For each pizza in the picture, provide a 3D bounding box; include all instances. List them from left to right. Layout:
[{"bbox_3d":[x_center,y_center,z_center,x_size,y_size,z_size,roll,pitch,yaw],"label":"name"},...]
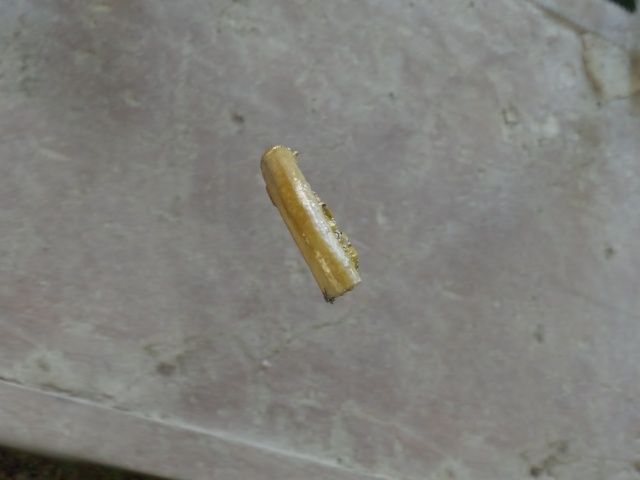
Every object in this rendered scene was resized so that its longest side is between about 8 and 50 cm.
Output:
[{"bbox_3d":[0.000,0.000,1.021,0.041,0.178,0.131,-28,124,0],"label":"pizza"}]
